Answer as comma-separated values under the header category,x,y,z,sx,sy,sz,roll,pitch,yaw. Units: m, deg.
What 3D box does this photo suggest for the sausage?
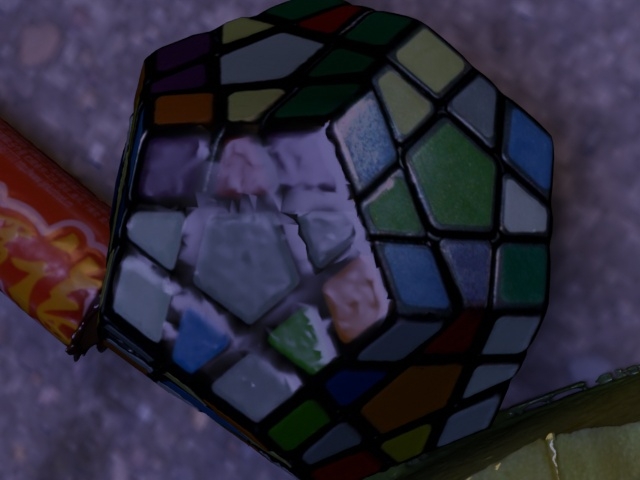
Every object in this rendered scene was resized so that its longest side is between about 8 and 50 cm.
category,x,y,z,sx,sy,sz,roll,pitch,yaw
sausage,-0.111,-0.024,0.581,0.145,0.048,0.050,39,147,15

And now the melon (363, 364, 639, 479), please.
category,x,y,z,sx,sy,sz,roll,pitch,yaw
melon,0.073,0.075,0.477,0.209,0.118,0.064,-22,93,43

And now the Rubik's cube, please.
category,x,y,z,sx,sy,sz,roll,pitch,yaw
Rubik's cube,0.000,0.000,0.501,0.133,0.133,0.112,35,79,15
